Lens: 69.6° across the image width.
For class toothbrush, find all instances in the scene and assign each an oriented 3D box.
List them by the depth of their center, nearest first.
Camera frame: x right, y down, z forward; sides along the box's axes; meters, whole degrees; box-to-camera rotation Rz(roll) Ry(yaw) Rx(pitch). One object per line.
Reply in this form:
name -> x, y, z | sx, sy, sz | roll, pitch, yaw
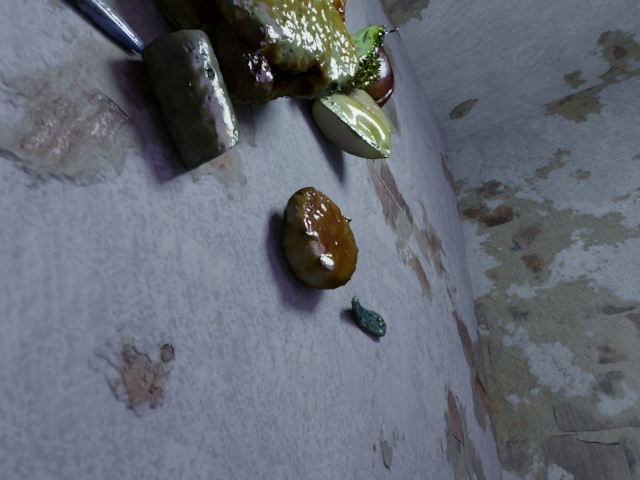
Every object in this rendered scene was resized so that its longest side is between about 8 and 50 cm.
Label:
toothbrush -> -0.369, -0.373, 0.540 | 0.413, 0.042, 0.035 | 41, 39, -50

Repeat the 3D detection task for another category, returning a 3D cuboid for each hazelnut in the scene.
hazelnut -> 0.109, -0.498, 1.416 | 0.234, 0.218, 0.218 | 69, 25, -15

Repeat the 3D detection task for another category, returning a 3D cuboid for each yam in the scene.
yam -> -0.191, -0.208, 0.706 | 0.107, 0.107, 0.194 | -25, 96, -65

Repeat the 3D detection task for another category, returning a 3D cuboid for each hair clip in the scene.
hair clip -> 0.114, 0.186, 1.136 | 0.229, 0.036, 0.066 | 46, 39, -53

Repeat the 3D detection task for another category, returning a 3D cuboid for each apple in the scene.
apple -> 0.086, -0.344, 1.292 | 0.265, 0.120, 0.193 | 36, 49, -17

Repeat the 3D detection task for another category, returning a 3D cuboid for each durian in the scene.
durian -> 0.103, -0.482, 1.238 | 0.375, 0.132, 0.107 | -54, 164, -36

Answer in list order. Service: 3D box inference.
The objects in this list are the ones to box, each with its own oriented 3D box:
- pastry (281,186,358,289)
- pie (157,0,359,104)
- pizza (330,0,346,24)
pastry -> 0.000, 0.000, 0.958 | 0.229, 0.100, 0.219 | 30, 43, -48
pie -> -0.101, -0.450, 0.889 | 0.418, 0.180, 0.395 | -35, 103, -49
pizza -> -0.015, -0.546, 1.172 | 0.278, 0.114, 0.409 | 77, 33, -66
